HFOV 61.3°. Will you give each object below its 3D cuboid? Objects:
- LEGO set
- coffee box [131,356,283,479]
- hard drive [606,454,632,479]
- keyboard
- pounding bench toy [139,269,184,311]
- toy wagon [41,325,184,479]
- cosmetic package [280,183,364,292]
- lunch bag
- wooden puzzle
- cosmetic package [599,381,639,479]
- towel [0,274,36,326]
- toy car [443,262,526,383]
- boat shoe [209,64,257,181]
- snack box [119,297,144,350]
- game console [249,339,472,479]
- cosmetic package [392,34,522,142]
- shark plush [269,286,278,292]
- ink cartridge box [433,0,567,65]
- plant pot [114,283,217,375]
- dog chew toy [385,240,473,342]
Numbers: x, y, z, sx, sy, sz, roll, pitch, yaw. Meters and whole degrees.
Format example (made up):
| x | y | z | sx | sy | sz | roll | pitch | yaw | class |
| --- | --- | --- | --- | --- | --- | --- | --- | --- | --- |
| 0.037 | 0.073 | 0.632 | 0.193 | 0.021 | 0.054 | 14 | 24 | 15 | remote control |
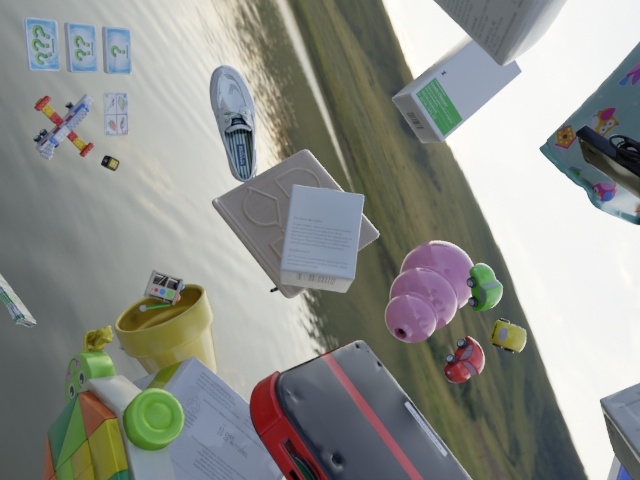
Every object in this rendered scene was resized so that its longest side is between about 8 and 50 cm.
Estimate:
| x | y | z | sx | sy | sz | roll | pitch | yaw | class |
| --- | --- | --- | --- | --- | --- | --- | --- | --- | --- |
| -0.383 | -0.230 | 0.896 | 0.182 | 0.060 | 0.245 | -19 | 120 | -52 | LEGO set |
| -0.328 | 0.516 | 1.183 | 0.338 | 0.334 | 0.338 | 47 | 44 | -16 | coffee box |
| 0.643 | 0.512 | 1.042 | 0.210 | 0.040 | 0.318 | 53 | 44 | 5 | hard drive |
| 0.311 | -0.044 | 0.465 | 0.192 | 0.038 | 0.100 | 48 | 13 | 30 | keyboard |
| -0.303 | 0.106 | 1.034 | 0.052 | 0.065 | 0.083 | -9 | -119 | 69 | pounding bench toy |
| -0.226 | 0.254 | 0.565 | 0.068 | 0.267 | 0.345 | 4 | 52 | -45 | toy wagon |
| 0.000 | 0.000 | 1.138 | 0.151 | 0.151 | 0.184 | 102 | -4 | -74 | cosmetic package |
| 0.485 | -0.135 | 0.768 | 0.262 | 0.223 | 0.160 | 17 | 34 | -38 | lunch bag |
| -0.063 | -0.047 | 1.419 | 0.322 | 0.347 | 0.080 | 51 | -32 | 11 | wooden puzzle |
| 0.544 | 0.333 | 0.638 | 0.156 | 0.217 | 0.385 | 58 | 11 | -34 | cosmetic package |
| -0.648 | 0.113 | 1.111 | 0.152 | 0.023 | 0.113 | 52 | -22 | 2 | towel |
| 0.344 | 0.160 | 1.103 | 0.053 | 0.238 | 0.225 | 9 | -70 | 56 | toy car |
| -0.156 | -0.223 | 1.037 | 0.076 | 0.083 | 0.226 | -135 | -150 | -72 | boat shoe |
| -0.568 | 0.249 | 1.667 | 0.022 | 0.064 | 0.178 | 29 | 55 | -16 | snack box |
| 0.093 | 0.330 | 0.788 | 0.387 | 0.060 | 0.342 | 52 | 22 | 19 | game console |
| 0.441 | -0.504 | 1.753 | 0.197 | 0.365 | 0.155 | 50 | -6 | -17 | cosmetic package |
| -0.090 | 0.139 | 1.650 | 0.073 | 0.067 | 0.161 | 32 | 27 | 12 | shark plush |
| 0.107 | -0.388 | 0.506 | 0.385 | 0.091 | 0.308 | 50 | -2 | 10 | ink cartridge box |
| -0.394 | 0.280 | 1.471 | 0.254 | 0.253 | 0.239 | -91 | 164 | -70 | plant pot |
| 0.279 | 0.143 | 1.425 | 0.332 | 0.206 | 0.207 | -44 | 119 | -45 | dog chew toy |
